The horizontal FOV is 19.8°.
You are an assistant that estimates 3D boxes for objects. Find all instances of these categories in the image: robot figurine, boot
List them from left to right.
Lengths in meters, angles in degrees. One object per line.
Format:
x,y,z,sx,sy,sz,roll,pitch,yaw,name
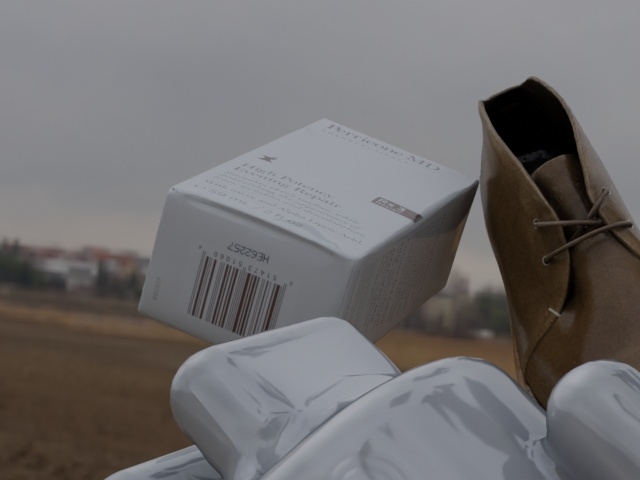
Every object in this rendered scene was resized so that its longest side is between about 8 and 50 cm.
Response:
0.067,0.187,0.703,0.353,0.300,0.200,44,31,20,robot figurine
0.150,0.018,1.061,0.112,0.115,0.305,-21,39,0,boot

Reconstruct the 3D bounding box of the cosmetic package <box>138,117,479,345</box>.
0.000,0.000,1.069,0.117,0.085,0.231,22,21,14,cosmetic package
